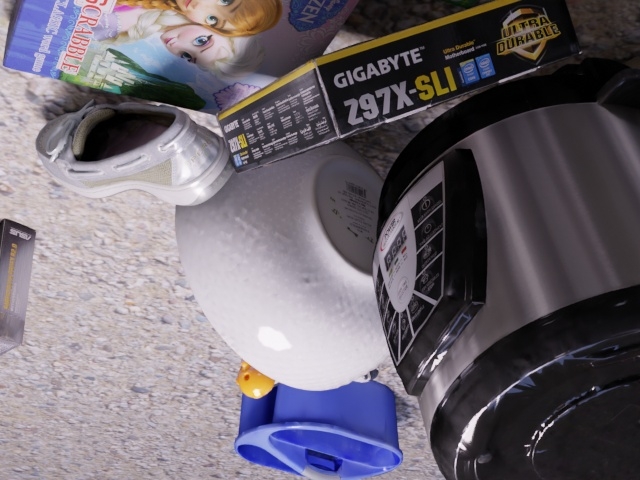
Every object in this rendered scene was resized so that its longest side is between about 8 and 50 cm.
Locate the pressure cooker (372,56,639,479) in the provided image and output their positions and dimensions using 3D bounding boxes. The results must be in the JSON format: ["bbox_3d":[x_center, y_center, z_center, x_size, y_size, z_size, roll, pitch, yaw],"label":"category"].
[{"bbox_3d":[0.248,0.039,1.276,0.369,0.420,0.375,-21,139,10],"label":"pressure cooker"}]

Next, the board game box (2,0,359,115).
[{"bbox_3d":[-0.141,-0.252,1.258,0.318,0.066,0.319,11,151,-19],"label":"board game box"}]

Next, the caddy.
[{"bbox_3d":[-0.001,0.365,2.285,0.341,0.179,0.241,23,145,-36],"label":"caddy"}]

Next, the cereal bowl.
[{"bbox_3d":[0.000,0.000,1.449,0.339,0.339,0.141,23,142,-36],"label":"cereal bowl"}]

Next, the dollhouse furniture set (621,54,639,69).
[{"bbox_3d":[0.440,-0.129,1.395,0.301,0.151,0.197,-23,144,36],"label":"dollhouse furniture set"}]

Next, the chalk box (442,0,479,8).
[{"bbox_3d":[0.117,-0.305,1.091,0.213,0.132,0.132,13,150,-22],"label":"chalk box"}]

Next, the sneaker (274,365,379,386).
[{"bbox_3d":[-0.029,0.198,2.066,0.235,0.094,0.153,16,149,-27],"label":"sneaker"}]

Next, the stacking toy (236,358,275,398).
[{"bbox_3d":[-0.076,0.067,1.602,0.175,0.302,0.166,-17,147,28],"label":"stacking toy"}]

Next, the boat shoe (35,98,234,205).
[{"bbox_3d":[-0.230,-0.115,1.397,0.320,0.118,0.103,14,153,45],"label":"boat shoe"}]

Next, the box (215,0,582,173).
[{"bbox_3d":[0.063,-0.153,1.200,0.257,0.079,0.322,-19,-176,-19],"label":"box"}]

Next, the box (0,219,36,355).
[{"bbox_3d":[-0.510,0.095,1.783,0.056,0.183,0.231,24,144,-37],"label":"box"}]
